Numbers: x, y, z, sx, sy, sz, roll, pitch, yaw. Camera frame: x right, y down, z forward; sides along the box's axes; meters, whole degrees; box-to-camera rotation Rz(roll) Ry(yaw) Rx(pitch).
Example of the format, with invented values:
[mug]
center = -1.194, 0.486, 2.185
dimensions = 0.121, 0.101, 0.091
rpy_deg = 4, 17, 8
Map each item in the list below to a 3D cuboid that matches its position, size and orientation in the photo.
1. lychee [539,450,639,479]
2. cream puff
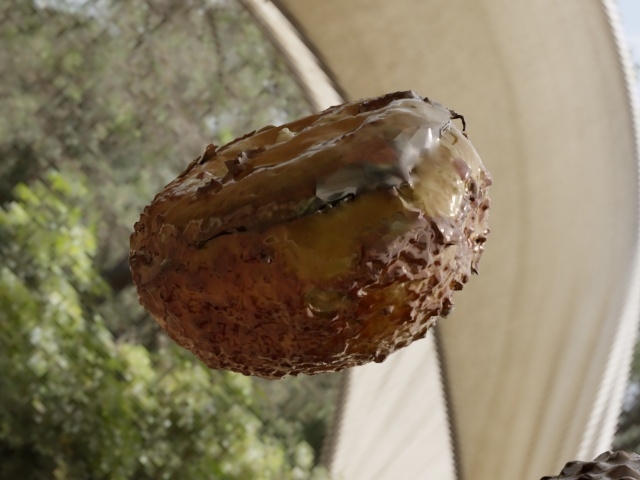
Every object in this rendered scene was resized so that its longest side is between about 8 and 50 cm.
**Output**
[lychee]
center = 0.195, 0.261, 0.844
dimensions = 0.304, 0.276, 0.276
rpy_deg = 6, -28, 28
[cream puff]
center = 0.001, 0.000, 0.956
dimensions = 0.240, 0.240, 0.164
rpy_deg = -168, -124, -78
